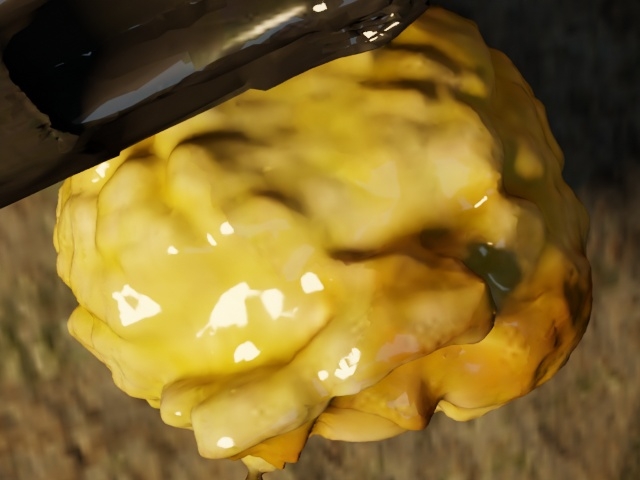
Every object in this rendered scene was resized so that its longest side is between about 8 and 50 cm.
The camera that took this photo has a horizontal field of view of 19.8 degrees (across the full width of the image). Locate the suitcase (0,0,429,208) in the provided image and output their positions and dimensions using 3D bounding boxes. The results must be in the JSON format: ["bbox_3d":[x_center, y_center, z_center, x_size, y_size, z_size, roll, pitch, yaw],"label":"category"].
[{"bbox_3d":[-0.176,-0.077,0.429,0.434,0.194,0.283,-28,166,0],"label":"suitcase"}]

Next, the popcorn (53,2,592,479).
[{"bbox_3d":[0.000,0.000,0.600,0.180,0.180,0.170,-4,92,-16],"label":"popcorn"}]
